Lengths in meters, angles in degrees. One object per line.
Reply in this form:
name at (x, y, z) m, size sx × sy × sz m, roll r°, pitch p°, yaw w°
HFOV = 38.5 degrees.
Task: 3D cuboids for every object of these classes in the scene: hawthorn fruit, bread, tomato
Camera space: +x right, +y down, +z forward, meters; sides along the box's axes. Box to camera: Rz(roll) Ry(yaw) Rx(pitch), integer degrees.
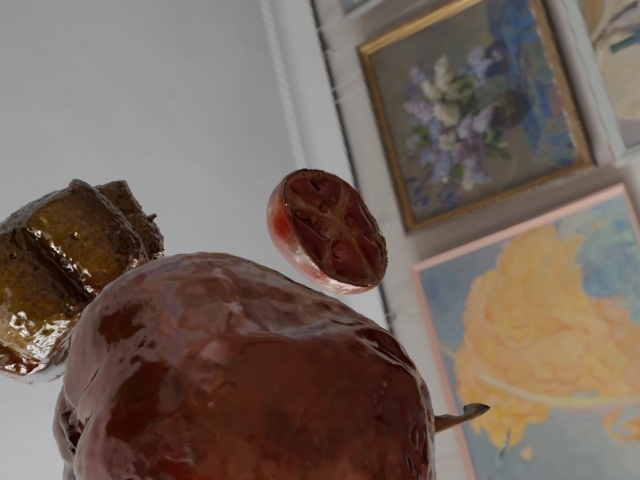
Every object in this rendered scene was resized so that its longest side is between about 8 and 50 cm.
hawthorn fruit at (-0.014, 0.112, 0.481) m, size 0.243 × 0.207 × 0.207 m, roll -1°, pitch -111°, yaw -23°
bread at (-0.258, 0.035, 0.899) m, size 0.135 × 0.246 × 0.232 m, roll 42°, pitch -104°, yaw 6°
tomato at (0.000, 0.000, 1.003) m, size 0.156 × 0.069 × 0.155 m, roll 29°, pitch -139°, yaw -30°
